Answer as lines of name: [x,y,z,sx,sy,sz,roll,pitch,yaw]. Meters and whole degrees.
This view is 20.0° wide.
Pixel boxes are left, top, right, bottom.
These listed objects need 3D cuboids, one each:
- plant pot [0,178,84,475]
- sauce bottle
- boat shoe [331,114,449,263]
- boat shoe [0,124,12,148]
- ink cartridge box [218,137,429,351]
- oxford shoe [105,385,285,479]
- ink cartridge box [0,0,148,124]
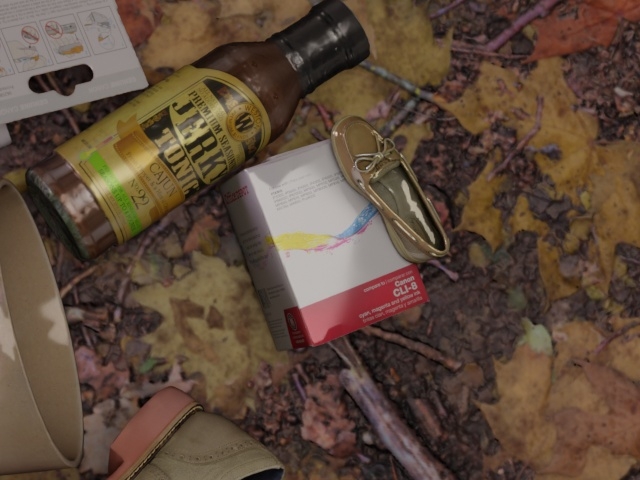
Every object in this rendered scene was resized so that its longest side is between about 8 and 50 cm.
plant pot: [-0.371,0.104,1.571,0.274,0.256,0.256,-14,89,2]
sauce bottle: [-0.109,-0.114,1.702,0.344,0.111,0.111,-36,94,-14]
boat shoe: [0.065,-0.049,1.641,0.056,0.048,0.153,-31,95,-23]
boat shoe: [-0.361,-0.177,1.664,0.076,0.080,0.228,-27,91,-8]
ink cartridge box: [0.000,0.000,1.709,0.127,0.128,0.176,-21,91,-16]
oxford shoe: [-0.163,0.293,1.557,0.146,0.140,0.397,23,52,12]
ink cartridge box: [-0.282,-0.223,1.656,0.189,0.066,0.232,-20,90,-41]
